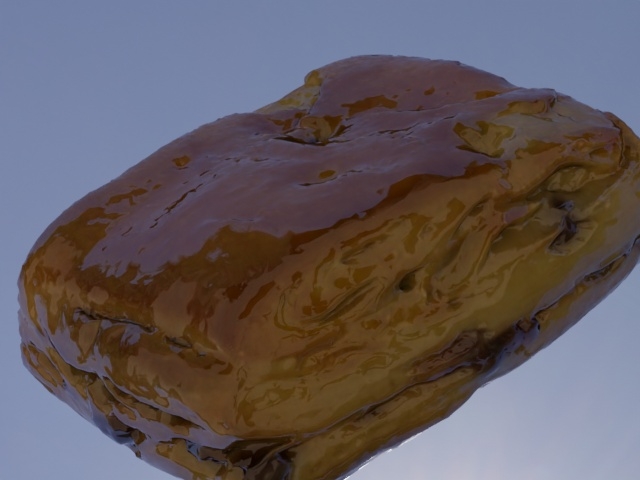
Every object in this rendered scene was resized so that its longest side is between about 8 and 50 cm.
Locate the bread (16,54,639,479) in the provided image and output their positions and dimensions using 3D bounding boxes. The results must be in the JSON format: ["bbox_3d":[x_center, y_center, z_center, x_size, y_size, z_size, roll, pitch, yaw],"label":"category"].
[{"bbox_3d":[0.000,0.000,0.631,0.210,0.235,0.099,19,-44,51],"label":"bread"}]
